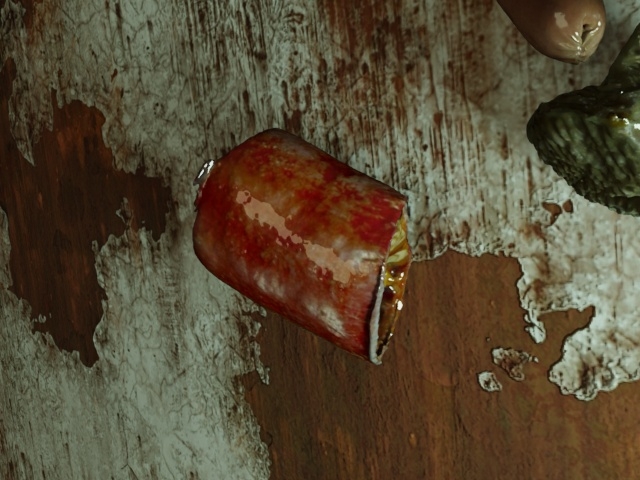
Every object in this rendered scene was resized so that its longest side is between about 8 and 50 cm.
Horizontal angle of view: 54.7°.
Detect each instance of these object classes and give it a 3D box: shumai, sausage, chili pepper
[{"bbox_3d":[0.312,-0.122,0.590,0.166,0.206,0.175,40,97,-12],"label":"shumai"},{"bbox_3d":[0.175,-0.346,0.661,0.088,0.088,0.432,-46,54,36],"label":"sausage"},{"bbox_3d":[0.000,0.000,0.859,0.306,0.229,0.251,26,111,23],"label":"chili pepper"}]
